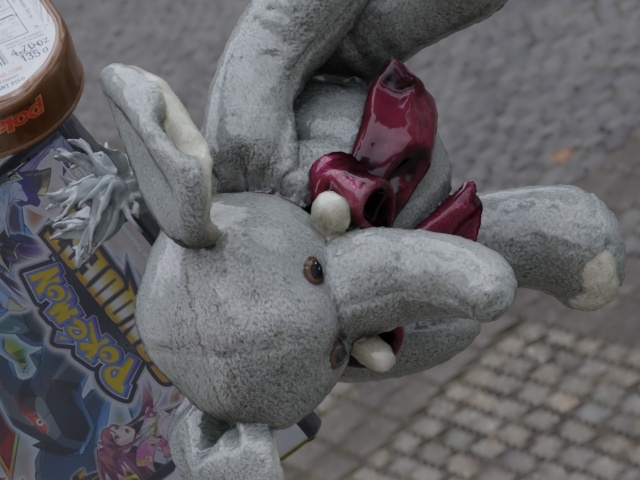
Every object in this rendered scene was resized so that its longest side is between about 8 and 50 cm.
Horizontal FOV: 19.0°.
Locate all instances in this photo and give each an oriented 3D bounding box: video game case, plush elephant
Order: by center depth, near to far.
[{"bbox_3d":[0.000,0.000,1.012,0.330,0.272,0.255,-13,29,5],"label":"plush elephant"},{"bbox_3d":[-0.179,0.093,1.302,0.248,0.275,0.035,-37,6,17],"label":"video game case"}]

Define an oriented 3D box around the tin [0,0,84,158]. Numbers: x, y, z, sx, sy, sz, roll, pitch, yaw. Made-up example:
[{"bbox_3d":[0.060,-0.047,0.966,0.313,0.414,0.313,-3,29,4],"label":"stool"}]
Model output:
[{"bbox_3d":[-0.193,-0.111,1.012,0.106,0.040,0.189,-22,45,-16],"label":"tin"}]
